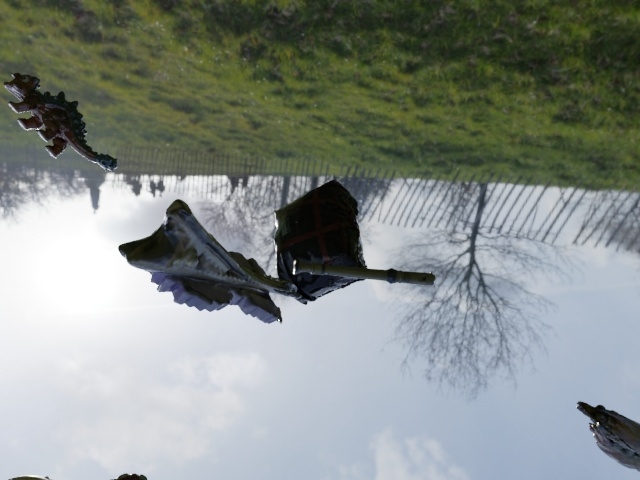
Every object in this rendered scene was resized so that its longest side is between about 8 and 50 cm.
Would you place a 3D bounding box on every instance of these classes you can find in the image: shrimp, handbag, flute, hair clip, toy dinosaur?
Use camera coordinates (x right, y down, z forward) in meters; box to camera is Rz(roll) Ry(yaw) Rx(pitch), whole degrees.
[{"bbox_3d":[0.435,0.288,0.702,0.190,0.101,0.042,37,-132,-13],"label":"shrimp"},{"bbox_3d":[0.000,0.000,0.961,0.170,0.155,0.215,-25,-131,22],"label":"handbag"},{"bbox_3d":[0.072,0.053,0.775,0.233,0.027,0.027,6,-162,-12],"label":"flute"},{"bbox_3d":[-0.101,0.031,0.524,0.106,0.084,0.292,47,-176,28],"label":"hair clip"},{"bbox_3d":[-0.272,-0.121,0.506,0.154,0.049,0.055,40,-118,3],"label":"toy dinosaur"}]

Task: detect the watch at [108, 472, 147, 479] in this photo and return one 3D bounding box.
[{"bbox_3d":[-0.428,0.606,1.034,0.165,0.102,0.268,10,-177,-4],"label":"watch"}]

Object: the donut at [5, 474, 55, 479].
[{"bbox_3d":[-0.486,0.449,0.763,0.175,0.068,0.174,2,-143,-1],"label":"donut"}]
